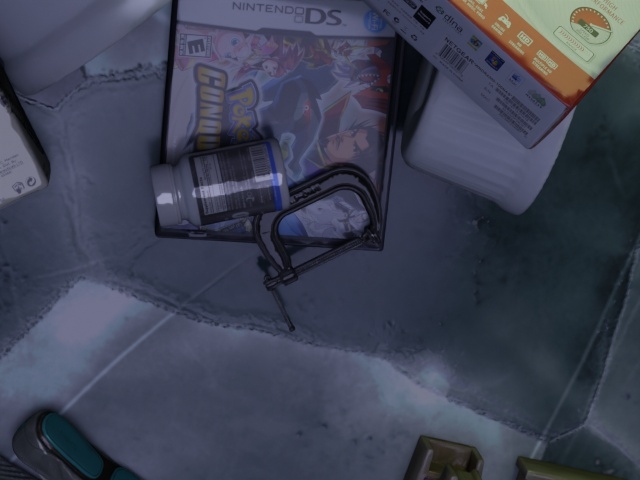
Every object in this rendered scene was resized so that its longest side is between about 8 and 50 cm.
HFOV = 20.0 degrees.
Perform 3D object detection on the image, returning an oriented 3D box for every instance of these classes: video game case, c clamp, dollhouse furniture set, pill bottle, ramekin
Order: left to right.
[{"bbox_3d":[-0.105,-0.058,1.887,0.137,0.078,0.078,-11,106,-4],"label":"pill bottle"},{"bbox_3d":[-0.042,-0.130,1.933,0.248,0.035,0.274,4,104,-8],"label":"video game case"},{"bbox_3d":[0.000,0.000,1.949,0.161,0.022,0.137,-32,102,4],"label":"c clamp"},{"bbox_3d":[0.178,-0.176,1.832,0.135,0.277,0.277,16,102,-4],"label":"ramekin"},{"bbox_3d":[0.239,0.379,1.964,0.286,0.303,0.198,13,102,-10],"label":"dollhouse furniture set"}]

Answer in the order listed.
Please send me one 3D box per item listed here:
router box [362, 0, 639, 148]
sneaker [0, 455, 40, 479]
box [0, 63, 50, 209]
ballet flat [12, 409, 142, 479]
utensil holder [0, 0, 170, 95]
[{"bbox_3d":[0.160,-0.295,1.661,0.335,0.082,0.301,42,57,2],"label":"router box"},{"bbox_3d":[-0.365,0.330,1.987,0.282,0.102,0.161,37,101,-4],"label":"sneaker"},{"bbox_3d":[-0.374,-0.167,1.844,0.094,0.113,0.275,-24,107,-1],"label":"box"},{"bbox_3d":[-0.251,0.270,2.005,0.213,0.072,0.068,44,123,-15],"label":"ballet flat"},{"bbox_3d":[-0.269,-0.383,1.695,0.328,0.327,0.385,-38,103,3],"label":"utensil holder"}]
